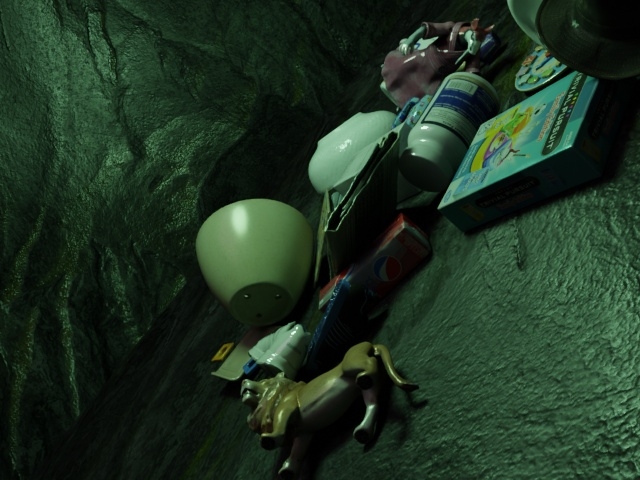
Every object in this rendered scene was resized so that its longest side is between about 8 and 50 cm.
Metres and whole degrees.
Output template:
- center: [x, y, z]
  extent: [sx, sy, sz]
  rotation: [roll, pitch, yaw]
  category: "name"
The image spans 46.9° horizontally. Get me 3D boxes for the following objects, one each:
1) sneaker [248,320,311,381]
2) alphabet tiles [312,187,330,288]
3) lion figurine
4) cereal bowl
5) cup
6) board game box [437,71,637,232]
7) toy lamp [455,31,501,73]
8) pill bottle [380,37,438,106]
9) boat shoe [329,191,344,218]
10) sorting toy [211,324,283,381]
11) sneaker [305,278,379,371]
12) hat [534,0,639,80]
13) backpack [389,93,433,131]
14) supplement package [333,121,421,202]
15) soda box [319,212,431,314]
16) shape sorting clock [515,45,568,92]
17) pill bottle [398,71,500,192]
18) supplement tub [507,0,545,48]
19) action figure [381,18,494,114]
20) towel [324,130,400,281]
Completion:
- center: [-0.076, 0.243, 1.617]
  extent: [0.129, 0.111, 0.297]
  rotation: [-53, 8, -10]
  category: "sneaker"
- center: [0.000, 0.000, 1.976]
  extent: [0.198, 0.009, 0.237]
  rotation: [-94, 14, -68]
  category: "alphabet tiles"
- center: [0.015, 0.275, 1.315]
  extent: [0.392, 0.142, 0.240]
  rotation: [-28, 15, 22]
  category: "lion figurine"
- center: [0.096, -0.287, 2.234]
  extent: [0.339, 0.141, 0.339]
  rotation: [-35, 6, 5]
  category: "cereal bowl"
- center: [-0.165, 0.089, 1.980]
  extent: [0.331, 0.331, 0.237]
  rotation: [-43, 36, 25]
  category: "cup"
- center: [0.393, -0.174, 1.368]
  extent: [0.336, 0.079, 0.253]
  rotation: [-28, 26, 55]
  category: "board game box"
- center: [0.407, -0.496, 2.137]
  extent: [0.275, 0.080, 0.080]
  rotation: [-39, 18, 40]
  category: "toy lamp"
- center: [0.330, -0.537, 2.314]
  extent: [0.272, 0.152, 0.152]
  rotation: [-48, 15, 4]
  category: "pill bottle"
- center: [0.069, -0.086, 2.099]
  extent: [0.094, 0.109, 0.302]
  rotation: [-58, 0, 22]
  category: "boat shoe"
- center: [-0.189, 0.302, 1.959]
  extent: [0.196, 0.047, 0.348]
  rotation: [-48, 16, -20]
  category: "sorting toy"
- center: [0.041, 0.189, 1.523]
  extent: [0.081, 0.091, 0.232]
  rotation: [-81, 13, -61]
  category: "sneaker"
- center: [0.522, -0.433, 1.231]
  extent: [0.331, 0.134, 0.331]
  rotation: [-11, 60, 19]
  category: "hat"
- center: [0.261, -0.311, 1.942]
  extent: [0.158, 0.117, 0.173]
  rotation: [-55, -4, -22]
  category: "backpack"
- center: [0.169, -0.180, 1.927]
  extent: [0.244, 0.134, 0.139]
  rotation: [-26, 28, 57]
  category: "supplement package"
- center: [0.113, 0.068, 1.576]
  extent: [0.263, 0.083, 0.092]
  rotation: [-45, 14, 18]
  category: "soda box"
- center: [0.523, -0.415, 1.664]
  extent: [0.206, 0.040, 0.206]
  rotation: [-46, 15, 16]
  category: "shape sorting clock"
- center: [0.293, -0.247, 1.697]
  extent: [0.264, 0.153, 0.153]
  rotation: [-56, 16, -23]
  category: "pill bottle"
- center: [0.567, -0.556, 1.486]
  extent: [0.331, 0.241, 0.241]
  rotation: [-51, 15, -3]
  category: "supplement tub"
- center: [0.344, -0.491, 2.018]
  extent: [0.370, 0.248, 0.275]
  rotation: [-31, 16, 48]
  category: "action figure"
- center: [0.092, -0.058, 1.685]
  extent: [0.312, 0.056, 0.324]
  rotation: [-55, -19, -26]
  category: "towel"
